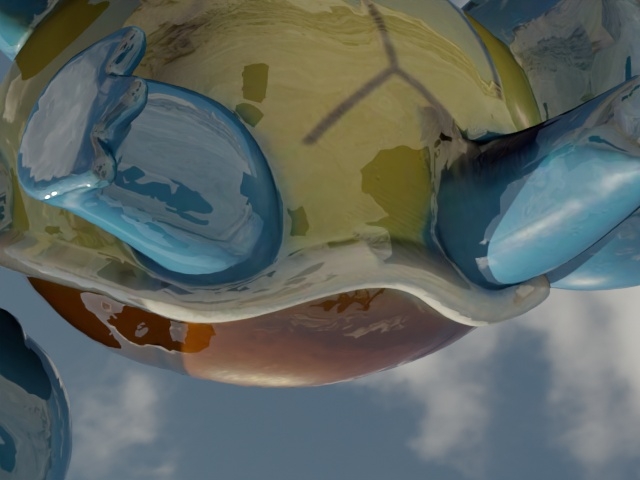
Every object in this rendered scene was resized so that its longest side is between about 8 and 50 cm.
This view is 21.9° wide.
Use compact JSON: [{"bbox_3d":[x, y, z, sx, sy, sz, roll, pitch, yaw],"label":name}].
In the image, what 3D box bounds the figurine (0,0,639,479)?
[{"bbox_3d":[-0.016,-0.030,0.633,0.416,0.298,0.243,-23,-60,-15],"label":"figurine"}]
